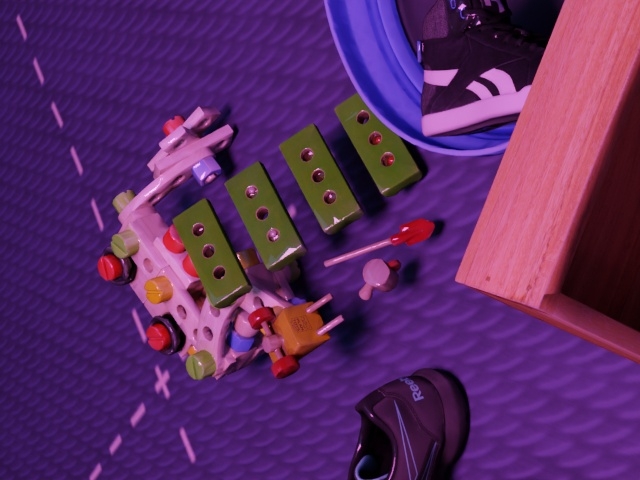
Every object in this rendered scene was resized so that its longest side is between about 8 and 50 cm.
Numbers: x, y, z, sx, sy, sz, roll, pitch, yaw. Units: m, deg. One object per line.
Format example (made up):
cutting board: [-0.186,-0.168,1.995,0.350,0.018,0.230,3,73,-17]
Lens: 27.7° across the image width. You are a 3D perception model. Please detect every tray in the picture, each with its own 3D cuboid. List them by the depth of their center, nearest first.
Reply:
tray: [0.238,-0.131,0.770,0.076,0.203,0.411,21,88,50]

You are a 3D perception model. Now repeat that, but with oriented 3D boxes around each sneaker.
sneaker: [0.144,-0.152,0.988,0.217,0.079,0.121,-9,89,54]
sneaker: [0.069,0.254,1.244,0.101,0.106,0.267,16,108,50]

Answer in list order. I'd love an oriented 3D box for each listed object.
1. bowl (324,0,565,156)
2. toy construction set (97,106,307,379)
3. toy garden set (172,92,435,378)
bowl: [0.144,-0.267,1.105,0.391,0.077,0.391,8,100,52]
toy construction set: [-0.134,0.015,1.444,0.215,0.151,0.328,-52,54,43]
toy garden set: [0.000,0.000,1.275,0.244,0.049,0.204,-33,66,12]
